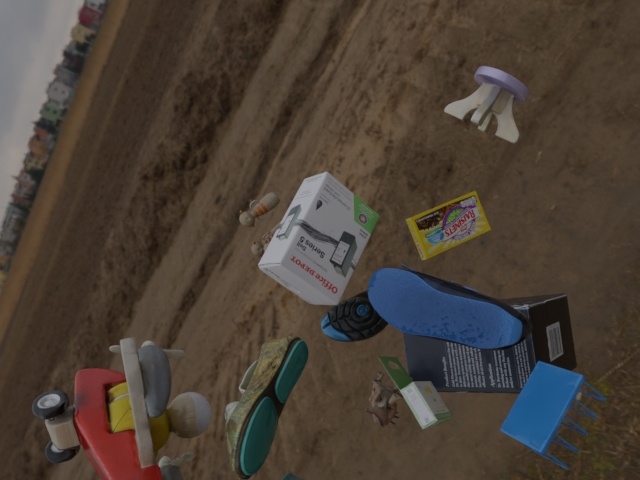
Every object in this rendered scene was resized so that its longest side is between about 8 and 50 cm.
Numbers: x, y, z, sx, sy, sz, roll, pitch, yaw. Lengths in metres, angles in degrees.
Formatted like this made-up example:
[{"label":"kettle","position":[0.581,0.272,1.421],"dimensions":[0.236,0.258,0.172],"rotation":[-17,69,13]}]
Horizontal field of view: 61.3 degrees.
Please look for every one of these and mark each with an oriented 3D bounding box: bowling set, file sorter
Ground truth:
[{"label":"bowling set","position":[-0.103,0.023,1.511],"dimensions":[0.154,0.287,0.200],"rotation":[-39,37,-6]},{"label":"file sorter","position":[0.477,0.356,1.097],"dimensions":[0.170,0.105,0.118],"rotation":[-55,17,-11]}]

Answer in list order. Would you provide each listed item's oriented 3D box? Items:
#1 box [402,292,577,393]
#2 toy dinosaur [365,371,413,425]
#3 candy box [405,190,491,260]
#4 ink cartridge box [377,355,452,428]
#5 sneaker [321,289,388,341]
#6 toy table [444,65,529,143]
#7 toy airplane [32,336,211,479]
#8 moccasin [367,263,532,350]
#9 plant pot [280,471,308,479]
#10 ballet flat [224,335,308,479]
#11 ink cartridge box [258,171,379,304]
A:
[{"label":"box","position":[0.632,0.375,2.008],"dimensions":[0.472,0.480,0.297],"rotation":[-9,84,38]},{"label":"toy dinosaur","position":[0.214,0.567,1.837],"dimensions":[0.296,0.127,0.200],"rotation":[-30,-42,-70]},{"label":"candy box","position":[0.307,-0.037,1.285],"dimensions":[0.027,0.206,0.105],"rotation":[-14,98,67]},{"label":"ink cartridge box","position":[0.272,0.419,1.546],"dimensions":[0.056,0.171,0.235],"rotation":[-38,62,15]},{"label":"sneaker","position":[0.155,0.203,1.597],"dimensions":[0.140,0.341,0.124],"rotation":[173,79,-75]},{"label":"toy table","position":[0.540,-0.431,1.712],"dimensions":[0.252,0.274,0.160],"rotation":[33,105,30]},{"label":"toy airplane","position":[-0.304,0.371,0.967],"dimensions":[0.386,0.273,0.384],"rotation":[-35,81,51]},{"label":"moccasin","position":[0.241,0.143,1.055],"dimensions":[0.342,0.117,0.137],"rotation":[23,101,46]},{"label":"plant pot","position":[-0.017,0.652,1.161],"dimensions":[0.271,0.255,0.271],"rotation":[-54,-16,-24]},{"label":"ballet flat","position":[-0.129,0.329,1.105],"dimensions":[0.123,0.123,0.348],"rotation":[-46,10,38]},{"label":"ink cartridge box","position":[0.000,0.000,1.350],"dimensions":[0.115,0.198,0.272],"rotation":[-8,50,55]}]
